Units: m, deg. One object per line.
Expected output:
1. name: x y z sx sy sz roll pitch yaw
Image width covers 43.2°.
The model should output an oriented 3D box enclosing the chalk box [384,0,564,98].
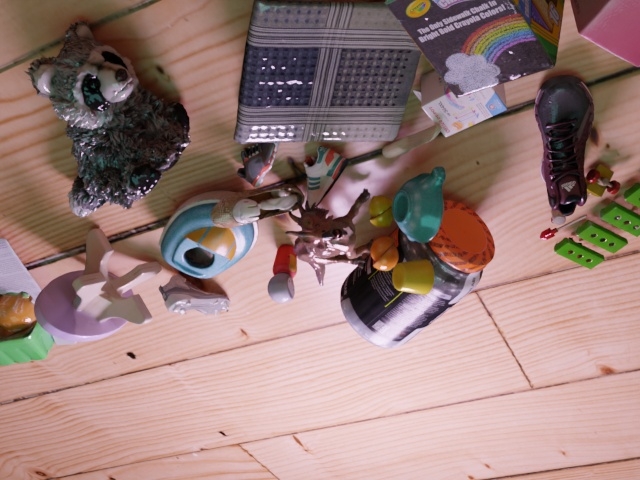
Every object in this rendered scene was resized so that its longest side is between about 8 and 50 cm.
1. chalk box: 0.224 -0.394 1.226 0.180 0.179 0.289 -12 137 38

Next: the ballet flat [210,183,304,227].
1. ballet flat: -0.123 -0.073 1.662 0.206 0.067 0.073 -20 108 -23

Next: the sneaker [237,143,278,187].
1. sneaker: -0.128 -0.168 1.629 0.065 0.061 0.158 23 135 -10

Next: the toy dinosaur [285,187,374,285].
1. toy dinosaur: 0.000 0.000 1.688 0.200 0.127 0.295 -10 156 -29

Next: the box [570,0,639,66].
1. box: 0.503 -0.408 1.219 0.127 0.148 0.232 22 135 -17

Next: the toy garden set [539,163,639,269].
1. toy garden set: 0.576 -0.054 1.690 0.204 0.049 0.244 23 137 -21

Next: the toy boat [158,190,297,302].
1. toy boat: -0.188 0.025 1.783 0.318 0.148 0.267 25 135 -20

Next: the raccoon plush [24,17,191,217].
1. raccoon plush: -0.464 -0.199 1.534 0.446 0.216 0.299 -30 120 34

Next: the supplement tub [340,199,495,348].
1. supplement tub: 0.208 0.073 1.751 0.207 0.207 0.338 24 136 -20

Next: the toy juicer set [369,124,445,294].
1. toy juicer set: 0.176 -0.074 1.578 0.089 0.209 0.329 1 105 -24

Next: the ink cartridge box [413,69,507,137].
1. ink cartridge box: 0.248 -0.262 1.456 0.143 0.090 0.092 -24 131 28

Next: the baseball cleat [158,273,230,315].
1. baseball cleat: -0.305 0.128 1.969 0.072 0.109 0.206 -43 154 21

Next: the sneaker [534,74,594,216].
1. sneaker: 0.462 -0.156 1.496 0.106 0.162 0.281 -7 137 14

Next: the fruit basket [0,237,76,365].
1. fruit basket: -0.823 0.149 2.023 0.327 0.165 0.353 -11 120 18

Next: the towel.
1. towel: 0.019 -0.298 1.434 0.324 0.056 0.312 -2 138 -15

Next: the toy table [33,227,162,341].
1. toy table: -0.503 0.118 1.868 0.161 0.274 0.252 -39 89 30

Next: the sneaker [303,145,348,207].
1. sneaker: -0.005 -0.135 1.665 0.075 0.057 0.161 37 141 1
